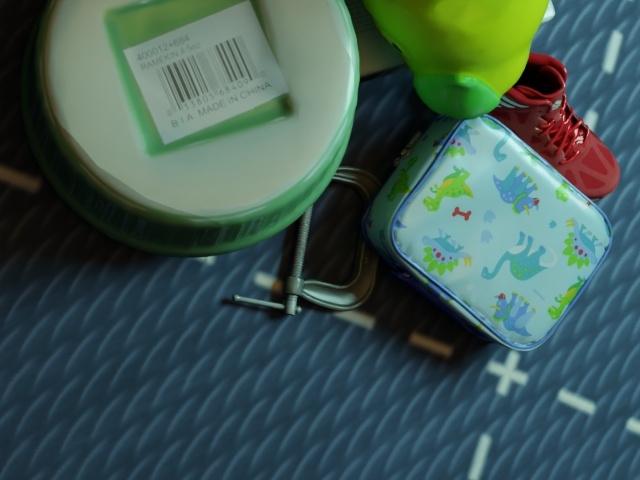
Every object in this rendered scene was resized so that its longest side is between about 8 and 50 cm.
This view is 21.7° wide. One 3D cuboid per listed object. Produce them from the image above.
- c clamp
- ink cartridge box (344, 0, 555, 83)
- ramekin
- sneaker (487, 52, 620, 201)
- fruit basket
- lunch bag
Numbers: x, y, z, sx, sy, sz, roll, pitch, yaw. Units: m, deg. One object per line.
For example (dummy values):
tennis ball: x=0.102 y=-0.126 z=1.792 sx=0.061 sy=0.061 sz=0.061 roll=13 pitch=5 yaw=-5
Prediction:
c clamp: x=0.000 y=0.000 z=1.586 sx=0.137 sy=0.022 sz=0.161 roll=19 pitch=79 yaw=-22
ink cartridge box: x=0.065 y=-0.286 z=1.613 sx=0.275 sy=0.060 sz=0.239 roll=-18 pitch=86 yaw=-23
ramekin: x=-0.108 y=-0.140 z=1.441 sx=0.303 sy=0.148 sz=0.303 roll=1 pitch=86 yaw=-8
sneaker: x=0.224 y=-0.109 z=1.632 sx=0.221 sy=0.128 sz=0.087 roll=29 pitch=77 yaw=-18
fruit basket: x=0.095 y=-0.295 z=1.453 sx=0.283 sy=0.392 sz=0.392 roll=14 pitch=81 yaw=-18
lunch bag: x=0.157 y=-0.008 z=1.606 sx=0.219 sy=0.090 sz=0.176 roll=38 pitch=82 yaw=-21
